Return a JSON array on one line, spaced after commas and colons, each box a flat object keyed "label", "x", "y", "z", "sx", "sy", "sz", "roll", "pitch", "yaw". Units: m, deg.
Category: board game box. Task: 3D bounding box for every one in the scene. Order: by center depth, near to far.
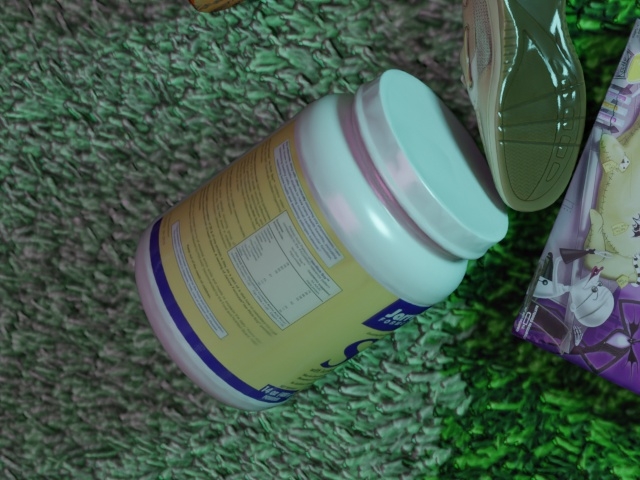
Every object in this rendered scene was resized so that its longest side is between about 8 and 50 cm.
[{"label": "board game box", "x": 0.345, "y": -0.022, "z": 1.601, "sx": 0.208, "sy": 0.056, "sz": 0.347, "roll": 24, "pitch": 105, "yaw": 17}]

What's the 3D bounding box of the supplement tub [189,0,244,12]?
[{"label": "supplement tub", "x": -0.161, "y": -0.420, "z": 1.704, "sx": 0.207, "sy": 0.207, "sz": 0.338, "roll": -39, "pitch": 79, "yaw": 24}]

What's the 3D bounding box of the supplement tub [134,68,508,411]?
[{"label": "supplement tub", "x": 0.000, "y": 0.000, "z": 1.657, "sx": 0.331, "sy": 0.241, "sz": 0.241, "roll": -34, "pitch": 81, "yaw": 25}]

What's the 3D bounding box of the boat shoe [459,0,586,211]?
[{"label": "boat shoe", "x": 0.193, "y": -0.180, "z": 1.632, "sx": 0.098, "sy": 0.109, "sz": 0.302, "roll": 3, "pitch": 100, "yaw": 65}]
